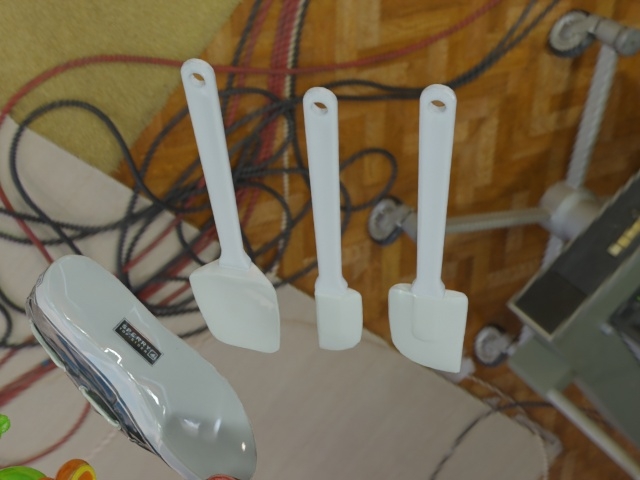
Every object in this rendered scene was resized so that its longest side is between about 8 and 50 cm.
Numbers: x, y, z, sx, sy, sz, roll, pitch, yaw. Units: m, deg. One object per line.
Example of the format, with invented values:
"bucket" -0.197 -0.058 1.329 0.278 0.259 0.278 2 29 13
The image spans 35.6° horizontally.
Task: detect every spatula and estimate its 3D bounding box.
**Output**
"spatula" 0.000 0.000 0.559 0.242 0.168 0.019 84 20 -51

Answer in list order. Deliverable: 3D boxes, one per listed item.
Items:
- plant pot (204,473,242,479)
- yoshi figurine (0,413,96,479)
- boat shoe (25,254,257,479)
"plant pot" 0.015 0.346 0.698 0.267 0.267 0.236 -62 155 -3
"yoshi figurine" -0.461 0.357 1.421 0.203 0.362 0.203 44 52 -59
"boat shoe" -0.137 0.108 0.758 0.078 0.219 0.070 -40 179 -45
